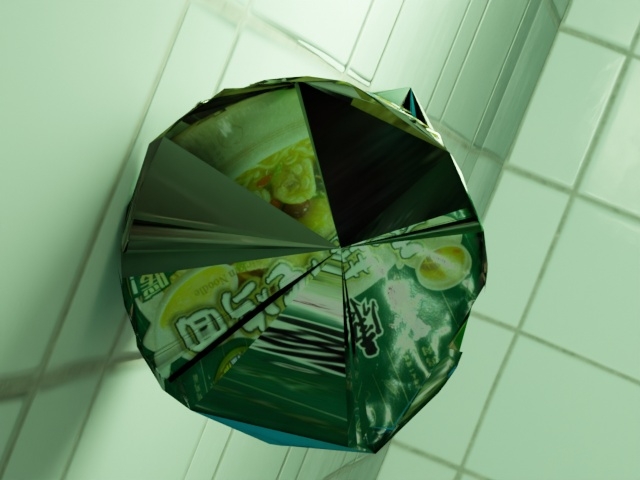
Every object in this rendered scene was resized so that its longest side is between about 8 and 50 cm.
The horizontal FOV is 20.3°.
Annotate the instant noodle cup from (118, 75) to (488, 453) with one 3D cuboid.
[{"bbox_3d":[0.000,0.000,1.161,0.178,0.240,0.240,-48,158,-77],"label":"instant noodle cup"}]
